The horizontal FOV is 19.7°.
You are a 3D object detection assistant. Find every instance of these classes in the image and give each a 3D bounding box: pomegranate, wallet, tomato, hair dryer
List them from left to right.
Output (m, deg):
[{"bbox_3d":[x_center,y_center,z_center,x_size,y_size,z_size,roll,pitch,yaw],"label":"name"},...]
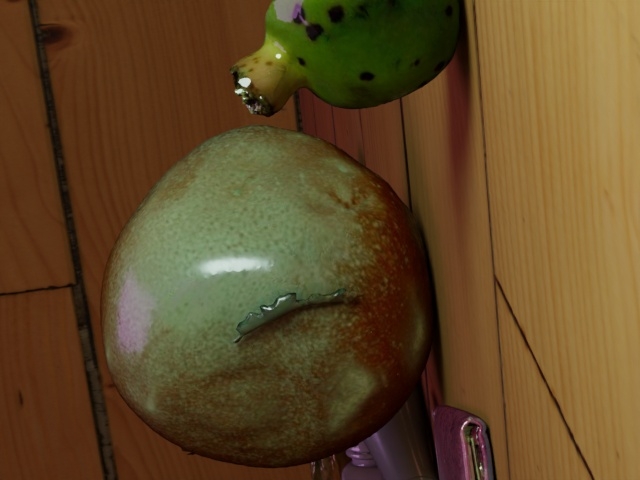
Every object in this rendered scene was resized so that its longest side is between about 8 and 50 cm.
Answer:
[{"bbox_3d":[-0.045,0.042,1.623,0.239,0.303,0.303,83,178,-54],"label":"tomato"},{"bbox_3d":[0.027,-0.141,1.200,0.169,0.122,0.143,-57,-18,-18],"label":"pomegranate"},{"bbox_3d":[0.092,0.253,1.889,0.237,0.075,0.206,74,178,-47],"label":"hair dryer"},{"bbox_3d":[0.113,0.192,1.450,0.232,0.025,0.119,127,135,-86],"label":"wallet"}]

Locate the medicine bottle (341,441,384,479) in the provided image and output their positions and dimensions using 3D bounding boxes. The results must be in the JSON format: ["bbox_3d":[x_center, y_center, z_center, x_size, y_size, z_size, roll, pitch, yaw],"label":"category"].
[{"bbox_3d":[0.067,0.283,2.011,0.119,0.069,0.183,-24,-70,-65],"label":"medicine bottle"}]

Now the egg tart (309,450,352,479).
[{"bbox_3d":[0.032,0.232,2.301,0.288,0.118,0.288,168,90,-86],"label":"egg tart"}]
